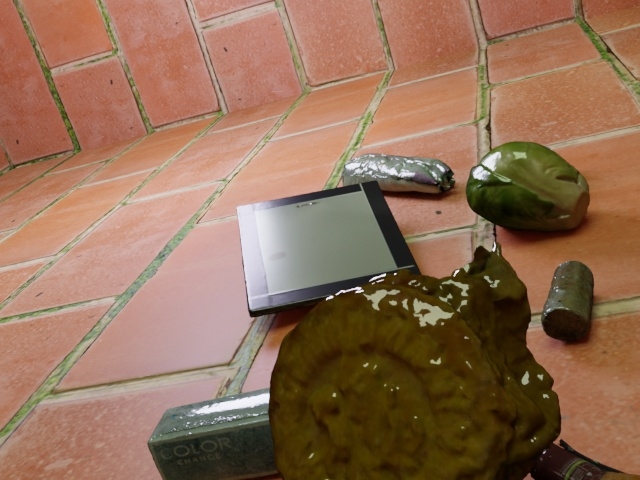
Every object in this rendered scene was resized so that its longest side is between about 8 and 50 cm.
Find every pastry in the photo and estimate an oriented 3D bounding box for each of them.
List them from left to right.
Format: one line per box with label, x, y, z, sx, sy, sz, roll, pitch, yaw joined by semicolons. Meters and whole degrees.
pastry;0.069;0.145;0.652;0.235;0.240;0.132;-22;-9;40

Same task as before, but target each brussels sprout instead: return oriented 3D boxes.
brussels sprout;0.306;-0.077;1.194;0.183;0.145;0.131;2;54;55

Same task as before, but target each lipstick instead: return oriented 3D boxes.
lipstick;-0.039;0.197;0.830;0.289;0.077;0.076;-14;20;13

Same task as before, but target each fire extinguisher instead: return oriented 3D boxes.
fire extinguisher;0.230;0.207;0.642;0.056;0.039;0.132;-35;25;-19

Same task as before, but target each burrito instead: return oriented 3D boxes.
burrito;0.153;-0.132;1.564;0.096;0.066;0.309;-35;25;-28

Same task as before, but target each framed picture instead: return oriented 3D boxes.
framed picture;0.000;0.000;1.284;0.265;0.016;0.347;-12;31;-4

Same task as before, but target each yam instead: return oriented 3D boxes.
yam;0.294;0.071;0.929;0.054;0.054;0.132;-8;21;26

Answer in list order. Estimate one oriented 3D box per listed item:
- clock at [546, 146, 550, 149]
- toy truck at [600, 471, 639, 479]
clock;0.349;-0.112;1.365;0.110;0.050;0.153;-9;21;24
toy truck;0.115;0.269;0.444;0.338;0.133;0.184;-30;13;-38
